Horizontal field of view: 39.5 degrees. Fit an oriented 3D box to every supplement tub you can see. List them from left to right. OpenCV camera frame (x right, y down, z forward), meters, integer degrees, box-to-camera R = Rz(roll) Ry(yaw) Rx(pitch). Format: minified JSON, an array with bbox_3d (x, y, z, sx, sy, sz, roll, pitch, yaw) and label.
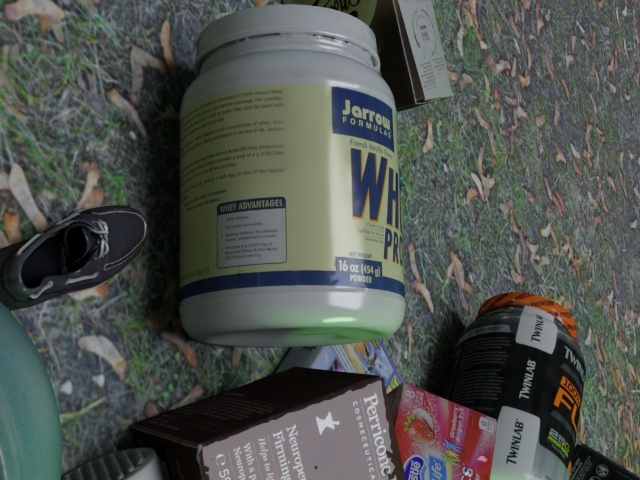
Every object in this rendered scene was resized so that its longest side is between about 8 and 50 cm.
[{"bbox_3d":[-0.033,-0.057,0.949,0.235,0.235,0.325,14,70,-53],"label":"supplement tub"},{"bbox_3d":[0.285,0.256,1.347,0.207,0.207,0.338,53,43,-33],"label":"supplement tub"}]

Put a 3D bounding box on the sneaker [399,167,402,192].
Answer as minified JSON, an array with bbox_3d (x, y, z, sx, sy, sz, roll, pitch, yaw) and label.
[{"bbox_3d":[0.080,-0.114,1.293,0.144,0.059,0.053,64,3,-47],"label":"sneaker"}]

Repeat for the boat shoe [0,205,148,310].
[{"bbox_3d":[-0.219,0.013,0.813,0.206,0.065,0.075,-28,104,-54],"label":"boat shoe"}]

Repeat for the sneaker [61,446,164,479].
[{"bbox_3d":[-0.225,0.299,0.672,0.366,0.135,0.150,-27,101,-53],"label":"sneaker"}]

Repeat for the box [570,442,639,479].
[{"bbox_3d":[0.449,0.437,1.406,0.165,0.143,0.270,-57,149,-4],"label":"box"}]

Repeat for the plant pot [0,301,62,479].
[{"bbox_3d":[-0.283,0.124,0.543,0.196,0.293,0.293,-39,116,-81],"label":"plant pot"}]

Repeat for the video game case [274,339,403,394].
[{"bbox_3d":[0.031,0.248,1.114,0.269,0.061,0.244,62,40,-24],"label":"video game case"}]

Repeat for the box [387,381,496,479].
[{"bbox_3d":[0.099,0.308,0.996,0.128,0.122,0.257,23,56,-11],"label":"box"}]

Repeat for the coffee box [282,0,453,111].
[{"bbox_3d":[0.052,-0.312,1.196,0.119,0.168,0.297,-21,98,-55],"label":"coffee box"}]

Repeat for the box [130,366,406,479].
[{"bbox_3d":[-0.047,0.232,0.861,0.203,0.167,0.168,-15,94,-32],"label":"box"}]
